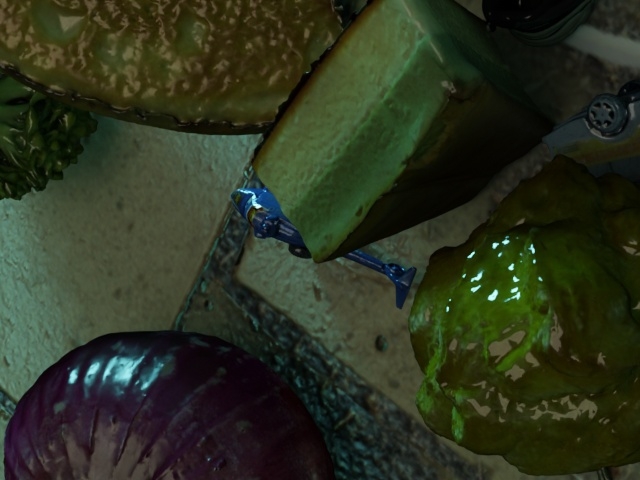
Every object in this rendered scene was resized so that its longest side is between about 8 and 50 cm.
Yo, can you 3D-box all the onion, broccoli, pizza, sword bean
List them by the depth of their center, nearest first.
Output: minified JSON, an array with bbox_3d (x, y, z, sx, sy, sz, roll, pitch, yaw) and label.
[{"bbox_3d":[0.204,0.165,1.363,0.012,0.012,0.083,-18,89,36],"label":"sword bean"},{"bbox_3d":[-0.108,-0.195,1.428,0.323,0.089,0.223,9,94,0],"label":"pizza"},{"bbox_3d":[-0.115,0.184,1.462,0.256,0.272,0.230,-5,91,-1],"label":"onion"},{"bbox_3d":[-0.270,-0.151,1.517,0.180,0.273,0.242,-12,92,3],"label":"broccoli"}]

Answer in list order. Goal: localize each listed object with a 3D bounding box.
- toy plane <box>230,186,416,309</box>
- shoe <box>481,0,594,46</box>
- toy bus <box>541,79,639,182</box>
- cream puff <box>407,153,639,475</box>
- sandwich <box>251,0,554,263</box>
[{"bbox_3d":[0.000,0.000,1.449,0.167,0.062,0.054,26,112,18],"label":"toy plane"},{"bbox_3d":[0.165,-0.197,1.272,0.169,0.099,0.071,-47,69,30],"label":"shoe"},{"bbox_3d":[0.244,-0.078,1.261,0.190,0.064,0.075,-15,95,36],"label":"toy bus"},{"bbox_3d":[0.174,0.054,1.231,0.244,0.244,0.196,20,135,31],"label":"cream puff"},{"bbox_3d":[0.081,-0.099,1.296,0.108,0.186,0.220,55,140,14],"label":"sandwich"}]
